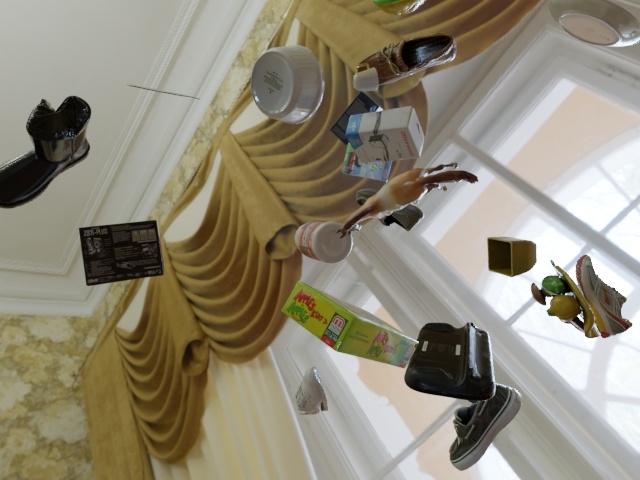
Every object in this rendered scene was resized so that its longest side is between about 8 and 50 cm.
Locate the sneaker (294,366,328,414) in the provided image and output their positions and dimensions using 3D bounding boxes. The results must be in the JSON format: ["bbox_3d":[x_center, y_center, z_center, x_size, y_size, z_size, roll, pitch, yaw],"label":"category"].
[{"bbox_3d":[-0.033,0.461,1.227,0.095,0.090,0.234,-12,-46,-6],"label":"sneaker"}]

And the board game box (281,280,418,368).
[{"bbox_3d":[0.044,0.111,0.518,0.181,0.092,0.043,32,-93,-50],"label":"board game box"}]

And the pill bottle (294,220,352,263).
[{"bbox_3d":[0.000,0.000,1.233,0.121,0.221,0.121,-1,-86,-20],"label":"pill bottle"}]

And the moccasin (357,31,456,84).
[{"bbox_3d":[0.313,-0.684,1.549,0.147,0.381,0.139,-11,-81,-65],"label":"moccasin"}]

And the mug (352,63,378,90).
[{"bbox_3d":[0.127,-0.466,1.188,0.064,0.078,0.062,-11,-42,-3],"label":"mug"}]

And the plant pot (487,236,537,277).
[{"bbox_3d":[0.439,0.031,0.928,0.084,0.081,0.081,-8,-80,-15],"label":"plant pot"}]

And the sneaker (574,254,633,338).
[{"bbox_3d":[0.754,0.142,1.100,0.093,0.225,0.088,-22,-5,24],"label":"sneaker"}]

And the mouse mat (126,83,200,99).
[{"bbox_3d":[-0.457,-0.433,1.192,0.190,0.153,0.007,1,-70,-29],"label":"mouse mat"}]

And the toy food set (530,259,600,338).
[{"bbox_3d":[0.458,0.119,0.790,0.071,0.128,0.218,-28,-4,21],"label":"toy food set"}]

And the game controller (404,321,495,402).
[{"bbox_3d":[0.282,0.249,0.887,0.167,0.067,0.319,-7,5,21],"label":"game controller"}]

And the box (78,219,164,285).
[{"bbox_3d":[-0.505,0.030,1.056,0.180,0.147,0.078,-8,1,-19],"label":"box"}]

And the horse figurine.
[{"bbox_3d":[0.163,-0.087,0.798,0.175,0.066,0.263,-16,-6,-38],"label":"horse figurine"}]

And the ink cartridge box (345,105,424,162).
[{"bbox_3d":[0.190,-0.306,1.205,0.139,0.191,0.082,47,-127,-49],"label":"ink cartridge box"}]

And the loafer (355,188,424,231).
[{"bbox_3d":[0.213,-0.100,1.358,0.087,0.251,0.094,-61,-35,-7],"label":"loafer"}]

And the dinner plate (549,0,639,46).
[{"bbox_3d":[0.410,-0.327,0.623,0.141,0.141,0.017,11,-66,-46],"label":"dinner plate"}]

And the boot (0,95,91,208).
[{"bbox_3d":[-0.588,-0.186,0.849,0.246,0.094,0.207,-48,10,-29],"label":"boot"}]

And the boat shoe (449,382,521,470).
[{"bbox_3d":[0.451,0.534,1.210,0.121,0.119,0.334,-37,-27,-63],"label":"boat shoe"}]

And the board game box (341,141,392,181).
[{"bbox_3d":[0.176,-0.310,1.507,0.039,0.212,0.160,8,-81,-43],"label":"board game box"}]

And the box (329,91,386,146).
[{"bbox_3d":[0.165,-0.491,1.706,0.207,0.108,0.153,-48,-18,18],"label":"box"}]

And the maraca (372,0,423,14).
[{"bbox_3d":[0.161,-0.501,0.788,0.127,0.185,0.099,-1,-41,24],"label":"maraca"}]

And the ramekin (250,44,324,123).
[{"bbox_3d":[-0.130,-0.549,1.452,0.127,0.273,0.272,-21,-36,-48],"label":"ramekin"}]
